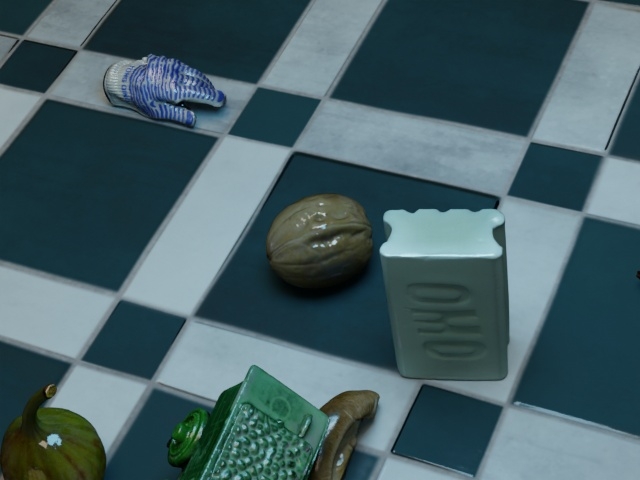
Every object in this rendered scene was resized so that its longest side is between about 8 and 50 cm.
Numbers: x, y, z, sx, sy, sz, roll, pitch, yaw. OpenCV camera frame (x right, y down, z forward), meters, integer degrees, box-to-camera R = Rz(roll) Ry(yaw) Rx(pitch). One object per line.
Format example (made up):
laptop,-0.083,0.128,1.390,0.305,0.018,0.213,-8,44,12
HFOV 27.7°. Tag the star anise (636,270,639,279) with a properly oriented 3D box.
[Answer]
star anise,0.524,0.058,1.799,0.158,0.144,0.141,-15,56,-4

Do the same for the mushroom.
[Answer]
mushroom,0.014,0.270,1.736,0.072,0.094,0.210,15,57,18

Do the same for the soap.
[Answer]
soap,0.173,0.077,1.755,0.159,0.265,0.088,1,49,11

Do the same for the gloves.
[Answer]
gloves,-0.271,-0.262,2.261,0.229,0.097,0.119,9,81,12

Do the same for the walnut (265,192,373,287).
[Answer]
walnut,0.000,0.001,1.945,0.162,0.140,0.140,-12,46,-21

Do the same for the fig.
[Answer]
fig,-0.361,0.260,1.705,0.149,0.245,0.149,-1,52,1

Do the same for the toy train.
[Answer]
toy train,-0.122,0.307,1.635,0.145,0.202,0.266,37,53,-18
